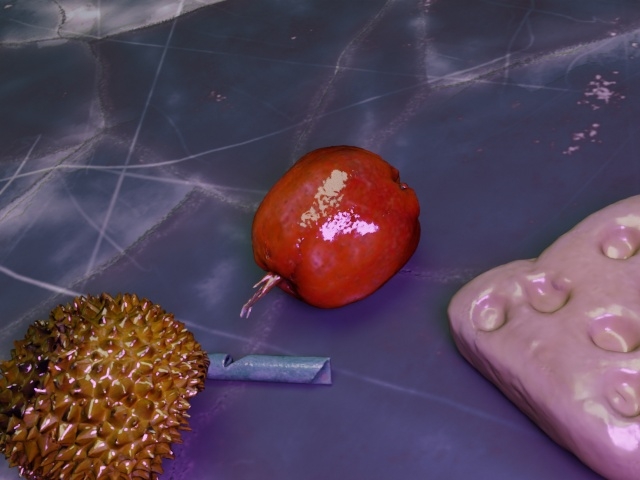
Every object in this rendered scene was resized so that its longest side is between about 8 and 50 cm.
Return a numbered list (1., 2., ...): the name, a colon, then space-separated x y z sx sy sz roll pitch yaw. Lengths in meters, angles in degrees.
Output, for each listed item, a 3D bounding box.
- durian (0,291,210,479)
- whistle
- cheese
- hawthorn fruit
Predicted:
1. durian: -0.274 0.182 1.099 0.293 0.258 0.258 -31 23 49
2. whistle: -0.076 0.166 1.197 0.186 0.039 0.039 0 45 17
3. cheese: 0.365 0.111 1.053 0.351 0.129 0.328 -25 41 -7
4. hawthorn fruit: 0.000 0.000 1.234 0.299 0.211 0.211 -40 47 -13
